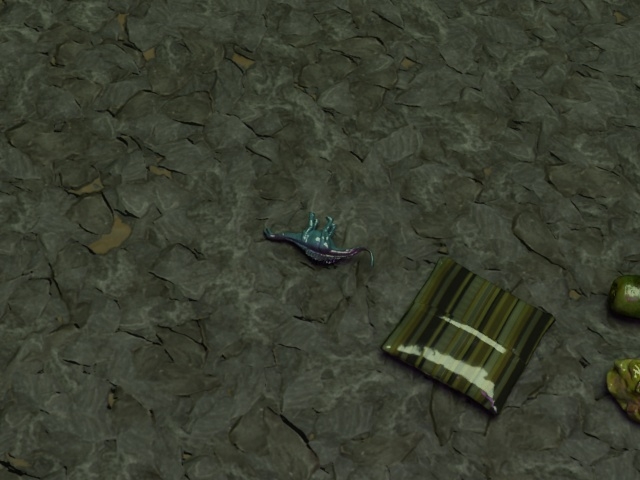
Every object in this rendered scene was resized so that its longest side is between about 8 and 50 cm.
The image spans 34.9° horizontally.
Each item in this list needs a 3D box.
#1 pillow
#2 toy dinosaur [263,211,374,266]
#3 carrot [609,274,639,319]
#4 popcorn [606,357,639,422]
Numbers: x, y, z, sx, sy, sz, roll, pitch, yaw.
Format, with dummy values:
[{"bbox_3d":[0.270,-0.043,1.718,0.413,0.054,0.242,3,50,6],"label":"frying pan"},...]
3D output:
[{"bbox_3d":[0.234,0.144,1.599,0.212,0.052,0.208,30,57,13],"label":"pillow"},{"bbox_3d":[0.000,0.000,1.679,0.197,0.045,0.080,15,71,14],"label":"toy dinosaur"},{"bbox_3d":[0.644,0.104,1.646,0.358,0.074,0.074,5,58,-4],"label":"carrot"},{"bbox_3d":[0.494,0.221,1.555,0.109,0.089,0.097,33,51,19],"label":"popcorn"}]
